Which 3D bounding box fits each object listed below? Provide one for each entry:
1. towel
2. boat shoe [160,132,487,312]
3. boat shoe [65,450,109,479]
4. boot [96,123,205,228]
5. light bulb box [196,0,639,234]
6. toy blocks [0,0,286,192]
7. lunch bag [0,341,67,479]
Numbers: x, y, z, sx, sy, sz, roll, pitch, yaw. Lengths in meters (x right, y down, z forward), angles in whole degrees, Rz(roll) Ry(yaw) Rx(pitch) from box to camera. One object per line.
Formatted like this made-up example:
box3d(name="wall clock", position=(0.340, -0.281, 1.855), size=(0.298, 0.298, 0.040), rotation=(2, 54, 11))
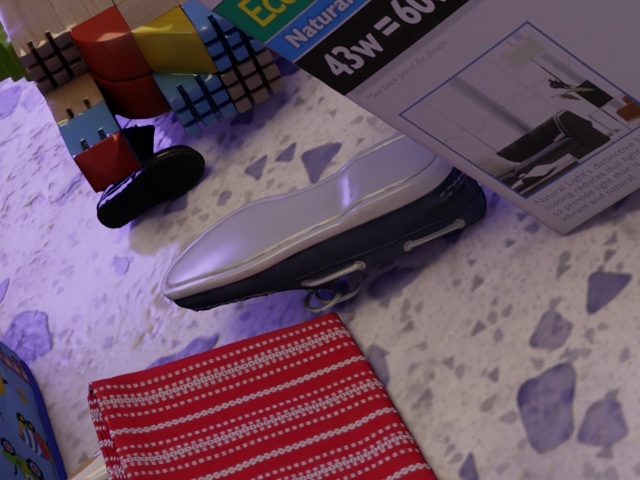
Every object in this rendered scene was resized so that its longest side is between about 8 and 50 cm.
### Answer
box3d(name="towel", position=(-0.033, 0.151, 0.962), size=(0.199, 0.031, 0.275), rotation=(-16, 37, -12))
box3d(name="boat shoe", position=(0.000, 0.000, 1.101), size=(0.254, 0.079, 0.095), rotation=(-27, 33, 16))
box3d(name="boat shoe", position=(-0.172, 0.230, 1.036), size=(0.277, 0.098, 0.096), rotation=(-40, 36, 5))
box3d(name="boot", position=(-0.160, -0.071, 1.353), size=(0.121, 0.045, 0.099), rotation=(-32, 36, 18))
box3d(name="light bulb box", position=(0.108, -0.261, 0.980), size=(0.225, 0.361, 0.358), rotation=(-36, 35, 39))
box3d(name="toy blocks", position=(-0.127, -0.205, 1.336), size=(0.381, 0.191, 0.261), rotation=(-30, 45, -4))
box3d(name="lunch bag", position=(-0.309, 0.119, 1.165), size=(0.138, 0.221, 0.293), rotation=(-33, 39, 16))
